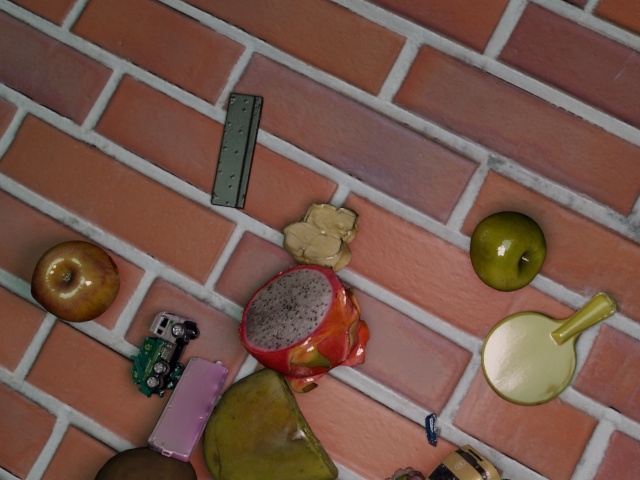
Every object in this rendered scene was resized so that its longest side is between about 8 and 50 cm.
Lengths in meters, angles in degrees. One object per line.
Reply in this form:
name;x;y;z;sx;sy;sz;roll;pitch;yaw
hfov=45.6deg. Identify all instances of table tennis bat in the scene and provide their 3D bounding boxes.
table tennis bat;0.568;0.252;1.885;0.368;0.054;0.224;-38;80;4

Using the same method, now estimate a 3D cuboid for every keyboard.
keyboard;-0.219;-0.240;2.029;0.100;0.018;0.310;8;84;8

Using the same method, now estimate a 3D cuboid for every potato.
potato;-0.157;0.499;1.841;0.280;0.213;0.330;-30;80;1

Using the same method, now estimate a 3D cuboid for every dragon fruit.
dragon fruit;-0.024;0.224;1.847;0.305;0.226;0.306;-20;40;18

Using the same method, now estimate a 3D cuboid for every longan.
longan;-0.425;0.624;1.834;0.258;0.258;0.258;-1;83;5

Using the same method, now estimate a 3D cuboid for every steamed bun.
steamed bun;0.000;0.000;1.927;0.192;0.106;0.178;11;55;16

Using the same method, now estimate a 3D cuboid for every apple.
apple;-0.622;0.105;1.943;0.211;0.188;0.211;0;82;2
apple;0.453;0.023;1.854;0.157;0.196;0.196;32;86;44

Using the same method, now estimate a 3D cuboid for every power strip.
power strip;-0.324;0.413;1.884;0.109;0.038;0.279;18;51;7

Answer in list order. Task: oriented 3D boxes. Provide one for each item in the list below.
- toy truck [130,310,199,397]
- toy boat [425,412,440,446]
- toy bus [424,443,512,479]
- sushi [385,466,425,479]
toy truck;-0.408;0.286;1.944;0.116;0.110;0.216;22;86;19
toy boat;0.282;0.472;1.893;0.038;0.038;0.083;-3;83;5
toy bus;0.373;0.666;1.730;0.201;0.177;0.366;-27;101;-10
sushi;0.160;0.649;1.817;0.241;0.161;0.107;-35;83;0
